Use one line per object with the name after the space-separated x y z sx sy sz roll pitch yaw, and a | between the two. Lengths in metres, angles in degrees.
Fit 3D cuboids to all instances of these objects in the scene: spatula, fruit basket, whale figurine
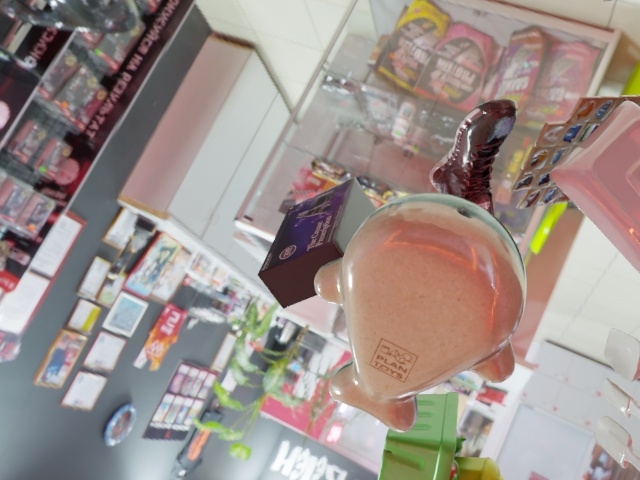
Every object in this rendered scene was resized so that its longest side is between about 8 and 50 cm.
0.395 0.214 0.766 0.019 0.168 0.242 8 -171 -4 | spatula
0.342 0.576 1.635 0.392 0.283 0.392 9 -170 -2 | fruit basket
0.099 0.073 0.661 0.216 0.141 0.272 24 125 10 | whale figurine

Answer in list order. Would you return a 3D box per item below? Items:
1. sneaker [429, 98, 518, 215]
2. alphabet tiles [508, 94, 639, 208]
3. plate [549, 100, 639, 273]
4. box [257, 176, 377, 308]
0.301 -0.121 1.175 0.106 0.162 0.281 -8 156 -14 | sneaker
0.571 -0.190 1.395 0.342 0.285 0.011 -8 -133 -29 | alphabet tiles
0.617 -0.108 1.224 0.278 0.277 0.045 49 158 4 | plate
0.000 0.000 1.324 0.184 0.261 0.103 -26 114 26 | box
